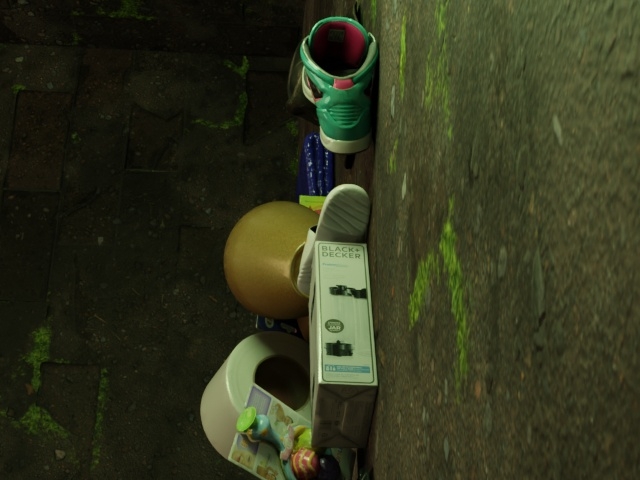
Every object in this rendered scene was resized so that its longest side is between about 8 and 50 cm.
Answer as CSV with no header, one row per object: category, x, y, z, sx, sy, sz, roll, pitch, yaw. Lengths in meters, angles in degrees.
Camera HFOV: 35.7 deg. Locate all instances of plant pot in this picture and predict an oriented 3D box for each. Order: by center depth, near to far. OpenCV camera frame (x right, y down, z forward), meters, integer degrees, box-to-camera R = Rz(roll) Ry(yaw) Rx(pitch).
plant pot,-0.036,0.045,1.863,0.254,0.237,0.237,-172,84,-71

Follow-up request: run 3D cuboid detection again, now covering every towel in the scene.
towel,-0.007,-0.098,2.423,0.308,0.076,0.228,102,162,-66

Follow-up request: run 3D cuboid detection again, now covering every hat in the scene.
hat,0.001,-0.295,1.913,0.331,0.134,0.331,-178,90,-85

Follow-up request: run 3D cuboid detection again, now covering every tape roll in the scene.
tape roll,-0.109,0.333,2.065,0.169,0.246,0.246,126,151,-48

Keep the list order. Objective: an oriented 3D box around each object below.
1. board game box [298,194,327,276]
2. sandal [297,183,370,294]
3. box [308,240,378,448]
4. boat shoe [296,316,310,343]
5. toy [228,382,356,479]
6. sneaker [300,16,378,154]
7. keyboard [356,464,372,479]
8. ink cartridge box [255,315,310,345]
board game box,0.000,0.000,2.036,0.043,0.092,0.181,-123,35,-84
sandal,0.030,-0.009,1.656,0.076,0.102,0.265,-90,13,-46
box,0.030,0.158,1.557,0.290,0.087,0.169,-93,6,-46
boat shoe,0.002,0.086,2.139,0.104,0.089,0.285,-35,50,52
toy,-0.025,0.329,1.540,0.056,0.237,0.137,-30,33,43
sneaker,0.022,-0.289,1.619,0.295,0.123,0.178,-106,12,-52
keyboard,0.050,0.484,1.505,0.317,0.033,0.202,97,180,-57
ink cartridge box,-0.054,0.112,2.204,0.223,0.045,0.224,28,-124,-48
